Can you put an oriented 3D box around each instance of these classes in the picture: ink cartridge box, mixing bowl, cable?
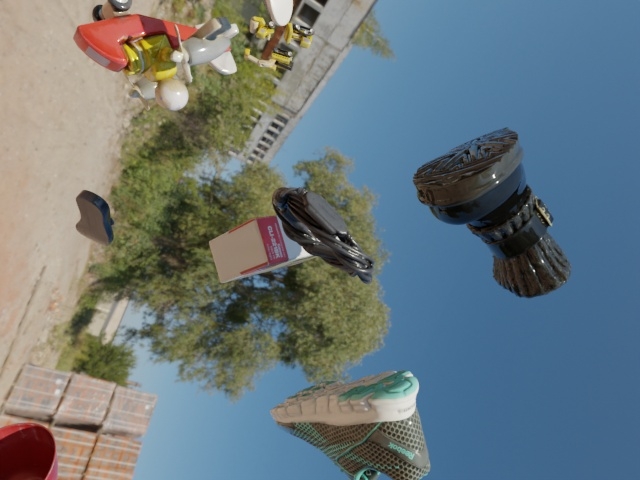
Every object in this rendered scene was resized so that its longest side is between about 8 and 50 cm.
[{"bbox_3d":[-0.105,0.009,1.060,0.197,0.273,0.114,-21,-96,41],"label":"ink cartridge box"},{"bbox_3d":[-0.491,0.392,0.648,0.181,0.181,0.098,-106,-169,-58],"label":"mixing bowl"},{"bbox_3d":[0.000,0.000,0.584,0.047,0.184,0.150,-51,-169,-18],"label":"cable"}]

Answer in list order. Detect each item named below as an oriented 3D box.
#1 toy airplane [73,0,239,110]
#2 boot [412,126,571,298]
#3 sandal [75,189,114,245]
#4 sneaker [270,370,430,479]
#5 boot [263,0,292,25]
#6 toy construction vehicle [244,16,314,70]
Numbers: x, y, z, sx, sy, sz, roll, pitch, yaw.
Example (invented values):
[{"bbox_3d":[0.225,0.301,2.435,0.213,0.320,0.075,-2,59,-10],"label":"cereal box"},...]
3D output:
[{"bbox_3d":[-0.398,-0.492,1.151,0.386,0.384,0.272,-63,147,-86],"label":"toy airplane"},{"bbox_3d":[0.268,-0.020,0.618,0.131,0.260,0.348,-16,-170,35],"label":"boot"},{"bbox_3d":[-0.571,-0.056,1.081,0.254,0.097,0.054,-39,-157,53],"label":"sandal"},{"bbox_3d":[0.017,0.152,0.325,0.166,0.065,0.076,-32,-105,52],"label":"sneaker"},{"bbox_3d":[-0.120,-0.570,0.909,0.086,0.069,0.190,22,-47,41],"label":"boot"},{"bbox_3d":[-0.068,-0.306,0.664,0.086,0.098,0.035,137,-39,-65],"label":"toy construction vehicle"}]
